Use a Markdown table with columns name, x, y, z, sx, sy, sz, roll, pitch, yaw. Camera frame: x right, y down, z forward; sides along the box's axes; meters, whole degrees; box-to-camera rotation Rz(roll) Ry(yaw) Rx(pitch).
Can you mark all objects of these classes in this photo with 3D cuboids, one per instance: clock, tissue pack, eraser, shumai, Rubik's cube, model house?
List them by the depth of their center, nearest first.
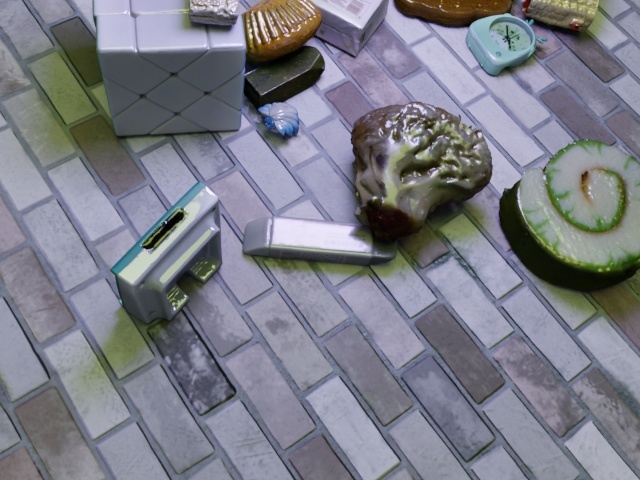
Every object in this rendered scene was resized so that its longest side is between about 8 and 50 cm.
| name | x | y | z | sx | sy | sz | roll | pitch | yaw |
| --- | --- | --- | --- | --- | --- | --- | --- | --- | --- |
| clock | -0.301 | 0.039 | 1.472 | 0.116 | 0.231 | 0.262 | 36 | 65 | 7 |
| shumai | 0.202 | -0.157 | 1.600 | 0.346 | 0.217 | 0.283 | 28 | 48 | 8 |
| eraser | 0.000 | 0.000 | 1.619 | 0.352 | 0.061 | 0.089 | 6 | 62 | -4 |
| Rubik's cube | -0.353 | -0.466 | 1.664 | 0.318 | 0.322 | 0.316 | -6 | 63 | -11 |
| tissue pack | 0.050 | -0.639 | 1.904 | 0.225 | 0.124 | 0.185 | 30 | 64 | 8 |
| clock | 0.523 | -0.552 | 1.949 | 0.211 | 0.066 | 0.159 | -18 | 68 | -15 |
| model house | 0.686 | -0.713 | 1.997 | 0.196 | 0.160 | 0.254 | 14 | 64 | 0 |

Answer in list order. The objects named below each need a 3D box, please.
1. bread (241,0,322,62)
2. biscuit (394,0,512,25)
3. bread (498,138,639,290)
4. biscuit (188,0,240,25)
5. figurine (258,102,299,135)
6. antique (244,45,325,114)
| name | x | y | z | sx | sy | sz | roll | pitch | yaw |
| --- | --- | --- | --- | --- | --- | --- | --- | --- | --- |
| bread | -0.111 | -0.543 | 1.782 | 0.240 | 0.240 | 0.139 | -36 | 117 | -21 |
| biscuit | 0.375 | -0.750 | 2.027 | 0.381 | 0.074 | 0.359 | -24 | 67 | -14 |
| bread | 0.621 | -0.066 | 1.687 | 0.382 | 0.129 | 0.366 | 14 | 66 | 1 |
| biscuit | -0.224 | -0.568 | 1.518 | 0.108 | 0.062 | 0.239 | 3 | 65 | -8 |
| figurine | -0.094 | -0.305 | 1.759 | 0.114 | 0.079 | 0.114 | 21 | 28 | -12 |
| antique | -0.086 | -0.420 | 1.803 | 0.221 | 0.081 | 0.080 | -32 | 72 | -19 |
